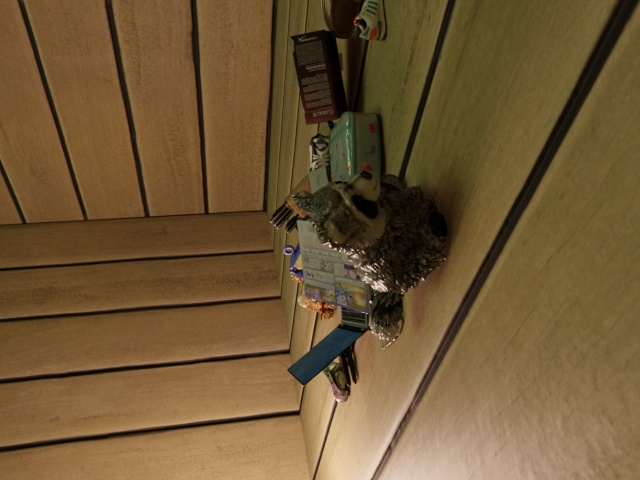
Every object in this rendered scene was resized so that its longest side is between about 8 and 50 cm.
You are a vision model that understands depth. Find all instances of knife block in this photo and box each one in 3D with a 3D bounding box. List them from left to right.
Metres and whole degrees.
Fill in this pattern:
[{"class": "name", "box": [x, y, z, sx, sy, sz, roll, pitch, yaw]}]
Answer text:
[{"class": "knife block", "box": [-0.090, -0.170, 2.298, 0.088, 0.242, 0.275, -135, 43, -72]}]

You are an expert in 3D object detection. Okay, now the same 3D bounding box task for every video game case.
[{"class": "video game case", "box": [0.051, 0.064, 1.650, 0.270, 0.061, 0.244, 10, 109, 46]}]

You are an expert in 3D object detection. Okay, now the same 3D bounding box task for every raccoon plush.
[{"class": "raccoon plush", "box": [0.088, 0.061, 1.217, 0.216, 0.299, 0.446, 30, 123, 54]}]

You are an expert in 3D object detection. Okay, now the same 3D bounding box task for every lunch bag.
[{"class": "lunch bag", "box": [0.095, -0.258, 1.682, 0.279, 0.108, 0.224, 172, 94, -79]}]

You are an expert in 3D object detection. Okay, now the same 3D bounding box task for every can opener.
[{"class": "can opener", "box": [0.099, 0.433, 2.072, 0.059, 0.073, 0.186, -38, 50, 28]}]

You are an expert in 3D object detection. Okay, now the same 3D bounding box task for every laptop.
[{"class": "laptop", "box": [0.010, 0.250, 1.956, 0.382, 0.236, 0.407, 155, 111, -77]}]

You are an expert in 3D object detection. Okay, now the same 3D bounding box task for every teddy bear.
[{"class": "teddy bear", "box": [-0.028, 0.219, 2.323, 0.245, 0.113, 0.338, 50, 166, -16]}]

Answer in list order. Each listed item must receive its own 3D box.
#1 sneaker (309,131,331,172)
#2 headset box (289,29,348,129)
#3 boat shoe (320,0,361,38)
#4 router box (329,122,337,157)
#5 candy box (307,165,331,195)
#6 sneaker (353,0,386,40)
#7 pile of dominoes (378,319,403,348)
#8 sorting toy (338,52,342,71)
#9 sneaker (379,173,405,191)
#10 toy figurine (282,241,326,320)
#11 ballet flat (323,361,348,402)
[{"class": "sneaker", "box": [0.003, -0.312, 2.161, 0.153, 0.094, 0.235, 87, -177, -55]}, {"class": "headset box", "box": [0.004, -0.494, 1.796, 0.218, 0.110, 0.293, -56, -43, -70]}, {"class": "boat shoe", "box": [0.069, -0.737, 1.629, 0.116, 0.123, 0.324, -118, 23, -56]}, {"class": "router box", "box": [0.072, -0.298, 1.941, 0.179, 0.046, 0.133, -108, 17, -50]}, {"class": "candy box", "box": [0.042, -0.120, 1.859, 0.196, 0.070, 0.164, 42, -149, -54]}, {"class": "sneaker", "box": [0.124, -0.598, 1.501, 0.057, 0.075, 0.161, 128, 137, -73]}, {"class": "pile of dominoes", "box": [0.184, 0.162, 1.616, 0.196, 0.040, 0.251, 119, 137, -63]}, {"class": "sorting toy", "box": [0.019, -0.588, 2.106, 0.347, 0.047, 0.195, 123, 142, -71]}, {"class": "sneaker", "box": [0.164, -0.044, 1.462, 0.163, 0.086, 0.226, 153, 112, -75]}, {"class": "toy figurine", "box": [-0.015, 0.062, 1.821, 0.191, 0.217, 0.362, -73, 10, -45]}, {"class": "ballet flat", "box": [0.064, 0.529, 2.234, 0.079, 0.077, 0.221, -67, 28, 26]}]
